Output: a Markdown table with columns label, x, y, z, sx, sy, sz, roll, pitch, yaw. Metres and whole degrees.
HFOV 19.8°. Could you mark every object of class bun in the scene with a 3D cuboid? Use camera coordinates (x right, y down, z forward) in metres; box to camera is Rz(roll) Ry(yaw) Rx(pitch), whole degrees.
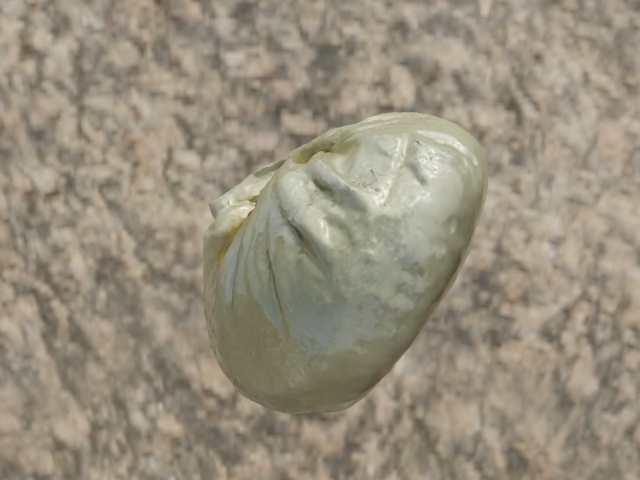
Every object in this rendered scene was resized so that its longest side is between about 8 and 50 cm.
| label | x | y | z | sx | sy | sz | roll | pitch | yaw |
| --- | --- | --- | --- | --- | --- | --- | --- | --- | --- |
| bun | 0.000 | 0.000 | 1.080 | 0.127 | 0.222 | 0.222 | 32 | 62 | -11 |
